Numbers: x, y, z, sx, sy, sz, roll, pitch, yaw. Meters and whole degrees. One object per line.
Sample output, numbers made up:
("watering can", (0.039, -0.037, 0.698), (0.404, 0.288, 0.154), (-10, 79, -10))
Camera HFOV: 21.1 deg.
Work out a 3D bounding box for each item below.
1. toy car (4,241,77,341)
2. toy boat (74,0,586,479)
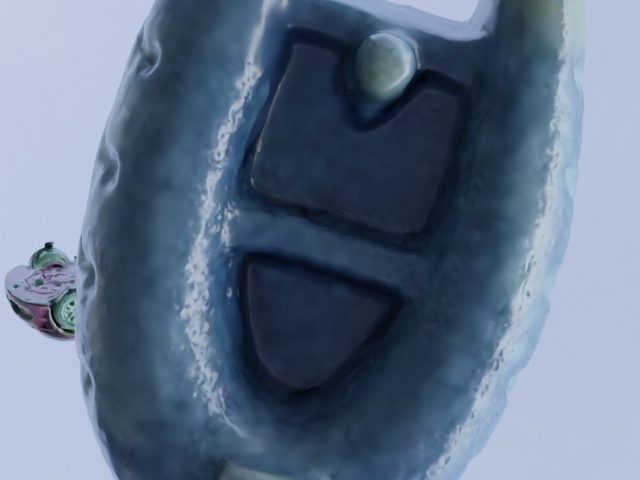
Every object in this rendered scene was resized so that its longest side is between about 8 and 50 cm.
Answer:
("toy car", (-0.107, 0.031, 0.969), (0.069, 0.142, 0.055), (-135, -137, -58))
("toy boat", (0.000, 0.000, 0.750), (0.215, 0.123, 0.330), (19, -82, -3))
